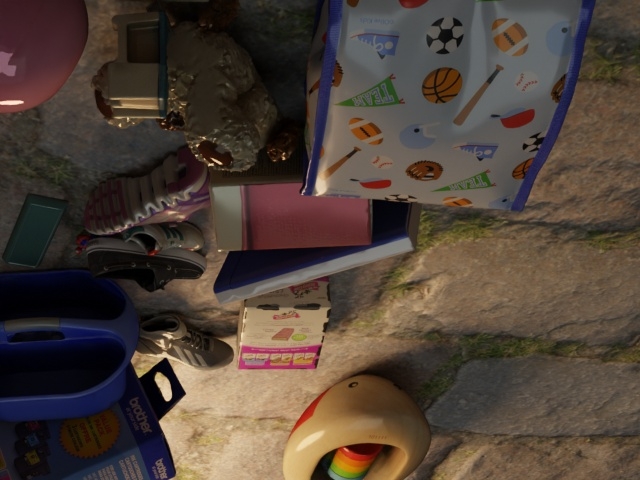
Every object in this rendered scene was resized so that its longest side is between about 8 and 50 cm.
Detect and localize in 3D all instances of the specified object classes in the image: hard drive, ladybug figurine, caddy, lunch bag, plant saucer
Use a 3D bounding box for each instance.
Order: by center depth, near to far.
[{"bbox_3d":[0.148,-0.229,1.472,0.328,0.238,0.385,1,152,-4],"label":"lunch bag"},{"bbox_3d":[0.000,0.000,1.816,0.319,0.210,0.040,-17,112,16],"label":"hard drive"},{"bbox_3d":[-0.472,-0.011,1.891,0.067,0.018,0.192,11,143,-23],"label":"plant saucer"},{"bbox_3d":[-0.479,0.175,1.967,0.341,0.241,0.179,-3,152,-4],"label":"caddy"},{"bbox_3d":[0.070,0.426,2.470,0.305,0.161,0.449,6,143,-17],"label":"ladybug figurine"}]

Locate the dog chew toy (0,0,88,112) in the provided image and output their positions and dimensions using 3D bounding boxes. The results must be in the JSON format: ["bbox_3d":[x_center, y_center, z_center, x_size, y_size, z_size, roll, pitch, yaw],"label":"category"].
[{"bbox_3d":[-0.442,-0.292,1.341,0.332,0.206,0.207,31,132,-30],"label":"dog chew toy"}]

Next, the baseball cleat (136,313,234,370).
[{"bbox_3d":[-0.252,0.193,2.168,0.206,0.072,0.109,9,143,-21],"label":"baseball cleat"}]

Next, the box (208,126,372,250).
[{"bbox_3d":[-0.041,-0.078,1.701,0.232,0.148,0.126,-3,127,2],"label":"box"}]

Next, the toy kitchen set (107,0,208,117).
[{"bbox_3d":[-0.188,-0.255,1.362,0.122,0.207,0.166,-1,177,-8],"label":"toy kitchen set"}]

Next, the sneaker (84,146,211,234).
[{"bbox_3d":[-0.258,-0.058,1.793,0.236,0.095,0.104,-21,150,19],"label":"sneaker"}]

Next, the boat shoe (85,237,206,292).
[{"bbox_3d":[-0.289,0.050,1.926,0.229,0.076,0.080,15,152,-43],"label":"boat shoe"}]

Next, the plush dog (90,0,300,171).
[{"bbox_3d":[-0.142,-0.196,1.555,0.262,0.210,0.225,23,169,23],"label":"plush dog"}]

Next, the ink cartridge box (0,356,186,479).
[{"bbox_3d":[-0.437,0.344,2.067,0.396,0.270,0.151,-22,140,-16],"label":"ink cartridge box"}]

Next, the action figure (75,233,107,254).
[{"bbox_3d":[-0.373,-0.006,1.902,0.038,0.030,0.115,20,140,-40],"label":"action figure"}]

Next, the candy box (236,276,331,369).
[{"bbox_3d":[-0.073,0.157,2.140,0.159,0.071,0.233,1,146,-9],"label":"candy box"}]

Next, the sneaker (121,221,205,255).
[{"bbox_3d":[-0.261,0.000,1.883,0.161,0.075,0.057,25,136,-36],"label":"sneaker"}]
